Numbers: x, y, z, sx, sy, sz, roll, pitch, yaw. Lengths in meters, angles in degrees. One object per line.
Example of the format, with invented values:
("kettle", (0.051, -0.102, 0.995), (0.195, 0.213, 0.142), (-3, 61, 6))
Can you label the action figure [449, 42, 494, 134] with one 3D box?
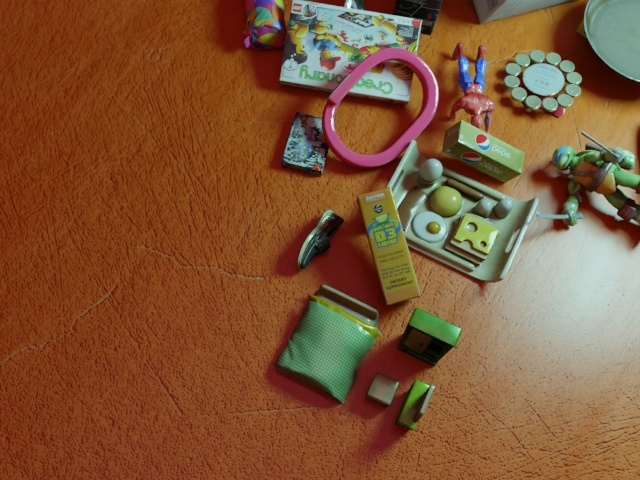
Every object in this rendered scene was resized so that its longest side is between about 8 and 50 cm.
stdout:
("action figure", (0.348, -0.326, 1.761), (0.092, 0.139, 0.280), (5, 44, 1))

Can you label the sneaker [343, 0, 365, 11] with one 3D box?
("sneaker", (0.086, -0.532, 1.836), (0.077, 0.072, 0.178), (18, 78, -2))

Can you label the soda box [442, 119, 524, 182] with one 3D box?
("soda box", (0.361, -0.195, 1.674), (0.181, 0.061, 0.058), (22, 65, -22))

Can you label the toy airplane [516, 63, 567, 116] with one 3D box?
("toy airplane", (0.537, -0.363, 1.815), (0.151, 0.028, 0.151), (1, 66, -3))

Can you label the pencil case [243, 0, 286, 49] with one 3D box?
("pencil case", (-0.138, -0.569, 1.812), (0.105, 0.104, 0.236), (-2, 66, -6))

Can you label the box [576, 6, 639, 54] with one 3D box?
("box", (0.758, -0.494, 1.873), (0.232, 0.058, 0.087), (39, 70, 12))

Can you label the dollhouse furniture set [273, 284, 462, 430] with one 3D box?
("dollhouse furniture set", (0.084, 0.210, 1.462), (0.302, 0.151, 0.197), (25, 67, 6))

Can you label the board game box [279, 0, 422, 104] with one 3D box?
("board game box", (0.069, -0.436, 1.759), (0.306, 0.053, 0.192), (9, 90, -1))

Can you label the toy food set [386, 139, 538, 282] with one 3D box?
("toy food set", (0.291, -0.067, 1.632), (0.306, 0.092, 0.219), (26, 67, 7))

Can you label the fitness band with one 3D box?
("fitness band", (0.133, -0.295, 1.696), (0.209, 0.054, 0.291), (45, 82, -10))

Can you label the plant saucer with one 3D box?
("plant saucer", (0.776, -0.492, 1.816), (0.311, 0.050, 0.310), (2, 69, -4))

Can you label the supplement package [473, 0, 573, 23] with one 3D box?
("supplement package", (0.526, -0.667, 1.843), (0.293, 0.177, 0.175), (-17, 88, -11))

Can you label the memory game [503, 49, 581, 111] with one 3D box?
("memory game", (0.527, -0.380, 1.800), (0.186, 0.012, 0.186), (-1, 61, 2))

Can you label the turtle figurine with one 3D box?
("turtle figurine", (0.611, -0.097, 1.616), (0.266, 0.275, 0.197), (26, 103, 7))

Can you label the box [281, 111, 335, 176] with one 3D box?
("box", (-0.027, -0.217, 1.706), (0.094, 0.027, 0.137), (14, 66, 0))

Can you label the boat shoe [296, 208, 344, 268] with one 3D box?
("boat shoe", (0.000, 0.000, 1.599), (0.049, 0.056, 0.152), (25, 67, 12))

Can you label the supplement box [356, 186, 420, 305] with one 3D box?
("supplement box", (0.139, 0.011, 1.553), (0.078, 0.080, 0.233), (-16, 85, 5))

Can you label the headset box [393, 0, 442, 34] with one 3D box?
("headset box", (0.260, -0.669, 1.780), (0.110, 0.293, 0.218), (15, 66, 2))
